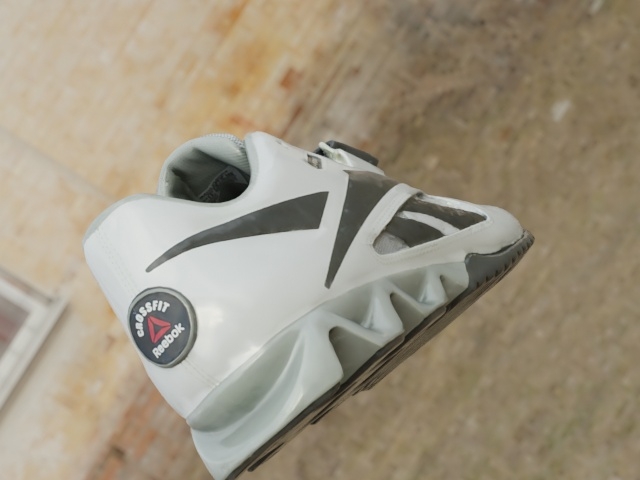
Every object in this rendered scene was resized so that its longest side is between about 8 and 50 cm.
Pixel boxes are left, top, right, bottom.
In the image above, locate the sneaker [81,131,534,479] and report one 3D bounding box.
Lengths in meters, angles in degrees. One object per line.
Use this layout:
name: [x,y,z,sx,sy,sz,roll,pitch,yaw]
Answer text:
sneaker: [0.000,0.000,0.890,0.122,0.146,0.330,-44,-9,20]
